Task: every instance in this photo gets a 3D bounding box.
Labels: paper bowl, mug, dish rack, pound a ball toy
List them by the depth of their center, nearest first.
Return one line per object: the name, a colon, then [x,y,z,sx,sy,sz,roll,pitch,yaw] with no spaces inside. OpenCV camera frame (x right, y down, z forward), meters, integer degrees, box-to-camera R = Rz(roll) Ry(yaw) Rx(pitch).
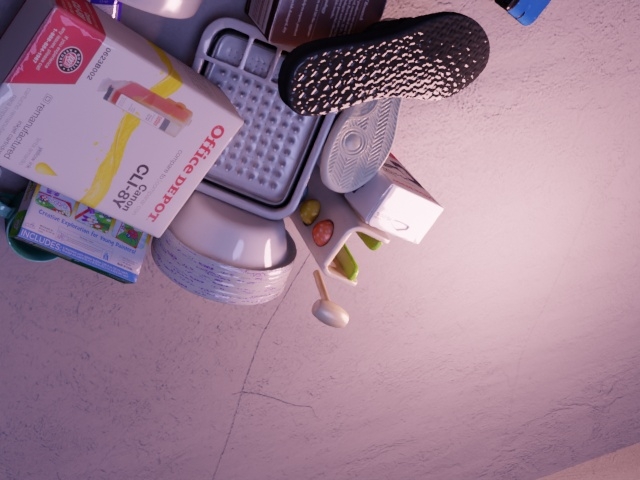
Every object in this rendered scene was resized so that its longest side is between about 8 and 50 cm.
dish rack: [-0.128,-0.232,1.695,0.285,0.072,0.333,22,106,-4]
mug: [-0.546,-0.048,1.700,0.129,0.097,0.158,-21,128,-7]
paper bowl: [-0.183,-0.007,1.761,0.284,0.284,0.148,9,118,-28]
pound a ball toy: [0.000,0.000,1.821,0.135,0.319,0.208,24,111,-34]

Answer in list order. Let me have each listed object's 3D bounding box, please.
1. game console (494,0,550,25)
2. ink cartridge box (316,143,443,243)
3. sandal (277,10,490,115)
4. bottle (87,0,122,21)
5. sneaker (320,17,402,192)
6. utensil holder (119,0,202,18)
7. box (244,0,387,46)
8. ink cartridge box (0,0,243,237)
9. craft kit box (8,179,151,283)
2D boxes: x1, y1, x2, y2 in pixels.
game console: [0.414,-0.614,1.758,0.293,0.173,0.250,-53,157,17]
ink cartridge box: [0.120,-0.116,1.830,0.172,0.237,0.100,20,113,-42]
sandal: [0.116,-0.333,1.578,0.445,0.107,0.168,-12,132,-29]
bottle: [-0.416,-0.347,1.549,0.118,0.092,0.283,2,122,-21]
sneaker: [0.078,-0.263,1.740,0.131,0.148,0.350,23,91,-26]
utensil holder: [-0.243,-0.578,1.319,0.327,0.328,0.385,18,116,-32]
box: [-0.007,-0.447,1.604,0.203,0.168,0.167,4,119,-26]
ink cartridge box: [-0.367,-0.213,1.500,0.384,0.160,0.279,28,107,-38]
craft kit box: [-0.427,-0.074,1.670,0.250,0.061,0.247,28,72,-35]
